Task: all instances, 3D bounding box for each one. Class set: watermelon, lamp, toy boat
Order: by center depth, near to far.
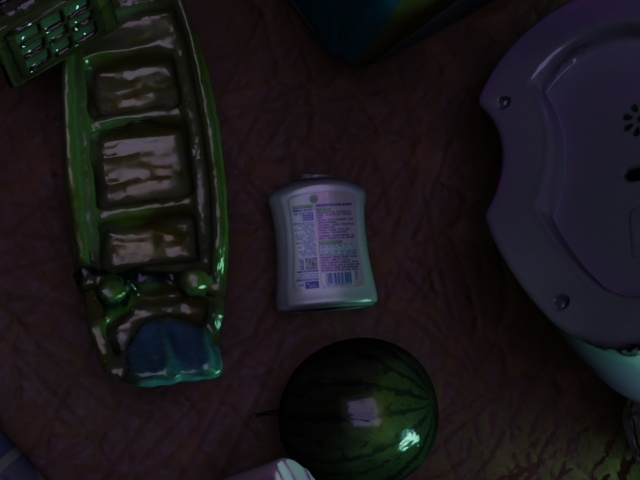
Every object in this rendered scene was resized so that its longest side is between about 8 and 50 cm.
[{"bbox_3d":[-0.257,-0.259,1.061,0.090,0.089,0.325,-33,74,-11],"label":"lamp"},{"bbox_3d":[0.014,0.119,1.083,0.133,0.105,0.105,-4,82,14],"label":"watermelon"},{"bbox_3d":[-0.120,-0.035,1.094,0.111,0.084,0.276,-7,80,-7],"label":"toy boat"}]

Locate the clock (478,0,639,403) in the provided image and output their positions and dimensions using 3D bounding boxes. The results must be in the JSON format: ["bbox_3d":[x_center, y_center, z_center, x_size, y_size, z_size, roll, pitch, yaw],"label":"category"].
[{"bbox_3d":[0.267,-0.060,1.036,0.338,0.102,0.339,-16,55,25],"label":"clock"}]

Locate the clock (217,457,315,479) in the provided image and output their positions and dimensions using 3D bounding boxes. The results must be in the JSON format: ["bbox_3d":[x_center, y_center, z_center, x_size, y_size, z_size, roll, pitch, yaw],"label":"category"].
[{"bbox_3d":[-0.002,0.283,0.999,0.275,0.080,0.290,-16,81,-46],"label":"clock"}]

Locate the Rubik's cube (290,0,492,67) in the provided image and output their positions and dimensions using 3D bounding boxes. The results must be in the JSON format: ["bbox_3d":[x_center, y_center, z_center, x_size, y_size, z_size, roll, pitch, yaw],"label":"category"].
[{"bbox_3d":[0.089,-0.355,1.029,0.347,0.352,0.352,-32,86,-12],"label":"Rubik's cube"}]

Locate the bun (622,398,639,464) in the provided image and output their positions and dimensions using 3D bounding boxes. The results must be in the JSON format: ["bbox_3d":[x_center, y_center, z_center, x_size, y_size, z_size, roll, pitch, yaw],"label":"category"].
[{"bbox_3d":[0.345,0.109,1.075,0.272,0.168,0.273,-8,76,33],"label":"bun"}]

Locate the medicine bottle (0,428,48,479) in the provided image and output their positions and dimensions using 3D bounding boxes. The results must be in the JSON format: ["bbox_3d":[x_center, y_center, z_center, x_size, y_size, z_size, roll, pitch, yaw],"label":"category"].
[{"bbox_3d":[-0.190,0.193,1.061,0.059,0.059,0.231,-43,91,-11],"label":"medicine bottle"}]

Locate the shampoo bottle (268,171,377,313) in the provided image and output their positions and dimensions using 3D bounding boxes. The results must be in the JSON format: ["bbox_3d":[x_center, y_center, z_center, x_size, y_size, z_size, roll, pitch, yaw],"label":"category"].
[{"bbox_3d":[0.000,0.000,1.123,0.072,0.043,0.099,-5,82,-9],"label":"shampoo bottle"}]
